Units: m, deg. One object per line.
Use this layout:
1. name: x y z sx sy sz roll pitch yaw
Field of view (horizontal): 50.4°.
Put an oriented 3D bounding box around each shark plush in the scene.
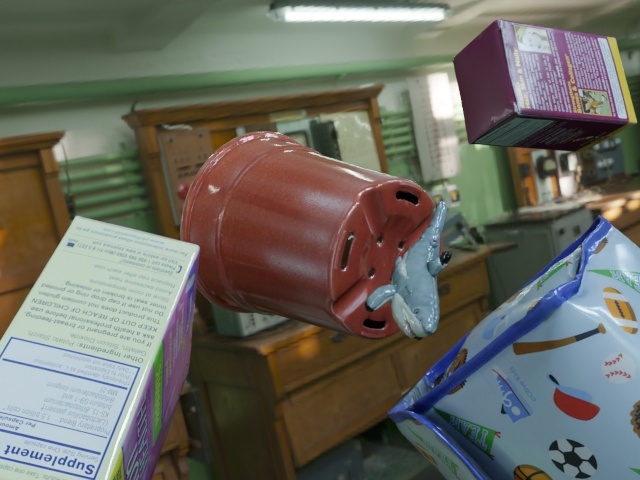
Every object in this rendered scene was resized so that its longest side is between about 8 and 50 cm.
1. shark plush: 0.114 0.033 0.694 0.067 0.073 0.161 -34 18 54

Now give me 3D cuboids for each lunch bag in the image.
1. lunch bag: 0.284 0.231 0.785 0.239 0.328 0.385 -35 -13 -45

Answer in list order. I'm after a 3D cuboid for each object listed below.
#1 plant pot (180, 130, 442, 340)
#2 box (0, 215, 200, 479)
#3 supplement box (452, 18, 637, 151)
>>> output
1. plant pot: 0.000 0.000 0.911 0.272 0.272 0.265 -17 22 -39
2. box: -0.199 0.144 0.596 0.117 0.213 0.243 14 45 -1
3. supplement box: 0.121 -0.081 0.370 0.083 0.054 0.043 1 -16 -25
